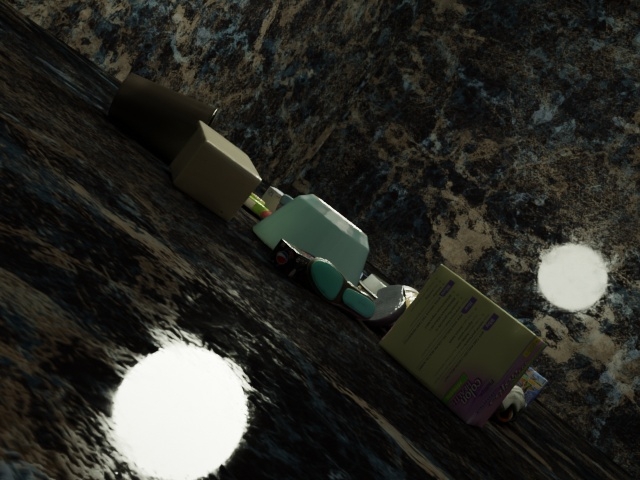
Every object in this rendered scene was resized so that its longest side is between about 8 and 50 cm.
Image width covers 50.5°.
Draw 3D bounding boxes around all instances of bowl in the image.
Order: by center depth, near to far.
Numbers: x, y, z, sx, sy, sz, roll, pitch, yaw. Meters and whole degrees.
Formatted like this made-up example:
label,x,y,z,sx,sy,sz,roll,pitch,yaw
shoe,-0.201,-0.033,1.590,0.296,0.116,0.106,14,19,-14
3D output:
label,x,y,z,sx,sy,sz,roll,pitch,yaw
bowl,0.000,0.000,1.695,0.311,0.163,0.311,37,4,-3

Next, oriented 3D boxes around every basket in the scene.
label,x,y,z,sx,sy,sz,roll,pitch,yaw
basket,-0.401,-0.305,1.706,0.226,0.204,0.154,29,44,-9

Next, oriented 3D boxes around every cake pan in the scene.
label,x,y,z,sx,sy,sz,roll,pitch,yaw
cake pan,0.268,0.217,2.424,0.293,0.054,0.293,38,3,-3

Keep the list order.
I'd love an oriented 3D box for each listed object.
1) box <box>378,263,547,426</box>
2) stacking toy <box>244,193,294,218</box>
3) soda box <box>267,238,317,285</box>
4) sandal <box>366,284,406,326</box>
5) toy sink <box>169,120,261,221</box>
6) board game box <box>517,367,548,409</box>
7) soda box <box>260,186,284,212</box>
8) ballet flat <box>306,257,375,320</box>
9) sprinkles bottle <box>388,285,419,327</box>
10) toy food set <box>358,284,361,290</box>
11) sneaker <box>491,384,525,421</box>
label,x,y,z,sx,sy,sz,roll,pitch,yaw
box,0.284,0.210,1.368,0.243,0.214,0.117,39,5,34
stacking toy,-0.119,-0.109,1.973,0.279,0.130,0.309,37,-2,-2
soda box,-0.043,0.052,1.458,0.060,0.053,0.169,40,5,28
sandal,0.171,0.166,1.658,0.254,0.097,0.055,-36,115,-70
toy sink,-0.249,-0.161,1.554,0.152,0.131,0.234,36,9,-24
board game box,0.656,0.471,2.335,0.201,0.136,0.035,39,4,15
soda box,-0.075,-0.059,2.269,0.286,0.091,0.098,38,5,8
ballet flat,0.032,0.108,1.476,0.213,0.072,0.068,39,-17,-29
sprinkles bottle,0.247,0.216,1.690,0.121,0.121,0.355,37,4,-15
toy food set,0.123,0.171,1.716,0.122,0.019,0.078,58,6,5
sneaker,0.441,0.398,1.648,0.271,0.100,0.108,43,30,-53
